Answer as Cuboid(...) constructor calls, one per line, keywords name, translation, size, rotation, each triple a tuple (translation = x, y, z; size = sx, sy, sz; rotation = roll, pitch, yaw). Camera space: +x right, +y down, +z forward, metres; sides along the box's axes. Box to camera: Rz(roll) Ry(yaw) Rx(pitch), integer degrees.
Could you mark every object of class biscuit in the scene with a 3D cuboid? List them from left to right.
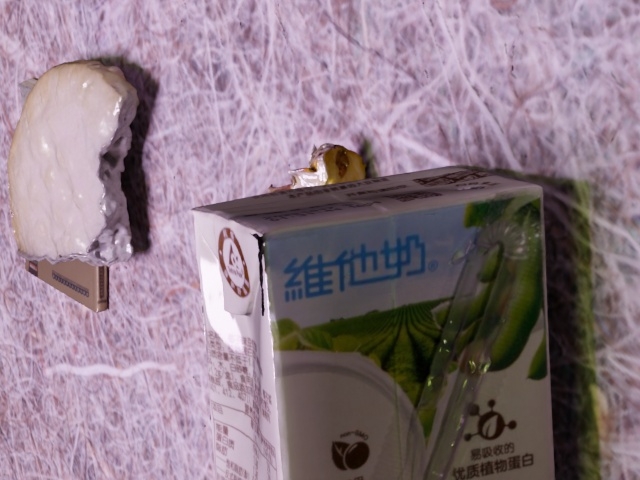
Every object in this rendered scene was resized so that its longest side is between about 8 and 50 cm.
Cuboid(name="biscuit", translation=(-0.225, -0.056, 1.268), size=(0.188, 0.040, 0.265), rotation=(60, 138, 21))

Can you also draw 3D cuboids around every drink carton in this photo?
Cuboid(name="drink carton", translation=(0.037, 0.128, 0.889), size=(0.132, 0.194, 0.324), rotation=(21, 117, 62))

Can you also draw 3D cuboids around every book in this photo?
Cuboid(name="book", translation=(-0.245, -0.044, 1.339), size=(0.138, 0.016, 0.198), rotation=(24, 119, 45))

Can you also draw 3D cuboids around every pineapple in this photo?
Cuboid(name="pineapple", translation=(0.000, 0.000, 1.010), size=(0.116, 0.069, 0.137), rotation=(44, 130, 35))
